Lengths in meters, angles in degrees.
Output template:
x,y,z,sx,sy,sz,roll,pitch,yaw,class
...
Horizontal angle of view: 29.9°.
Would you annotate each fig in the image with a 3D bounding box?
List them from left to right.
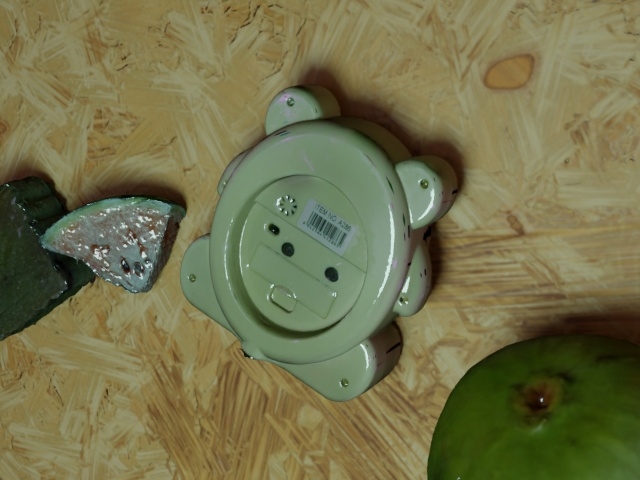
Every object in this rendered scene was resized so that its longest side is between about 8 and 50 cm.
x,y,z,sx,sy,sz,roll,pitch,yaw,class
0.265,0.262,1.207,0.316,0.316,0.316,7,105,27,fig

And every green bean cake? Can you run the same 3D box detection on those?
x,y,z,sx,sy,sz,roll,pitch,yaw,class
-0.407,0.022,1.606,0.181,0.094,0.173,-35,85,29,green bean cake

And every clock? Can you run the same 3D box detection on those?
x,y,z,sx,sy,sz,roll,pitch,yaw,class
0.000,0.000,1.378,0.284,0.114,0.310,34,113,19,clock

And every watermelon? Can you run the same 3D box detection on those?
x,y,z,sx,sy,sz,roll,pitch,yaw,class
-0.254,0.003,1.531,0.187,0.071,0.139,-13,110,10,watermelon
